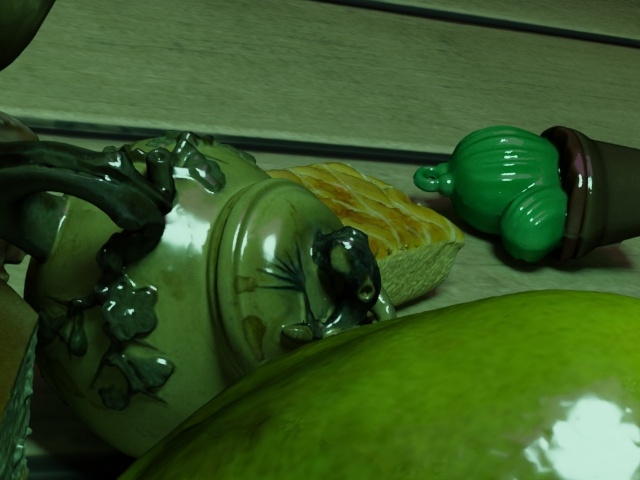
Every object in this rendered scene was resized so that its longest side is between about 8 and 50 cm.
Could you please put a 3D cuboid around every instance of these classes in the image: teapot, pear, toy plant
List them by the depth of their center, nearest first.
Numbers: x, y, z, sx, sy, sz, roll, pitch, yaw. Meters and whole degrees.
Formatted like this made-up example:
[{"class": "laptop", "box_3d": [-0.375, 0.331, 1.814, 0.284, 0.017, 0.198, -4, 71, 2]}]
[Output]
[{"class": "pear", "box_3d": [0.065, 0.141, 0.577, 0.321, 0.269, 0.269, -3, 26, -6]}, {"class": "teapot", "box_3d": [-0.054, 0.022, 0.788, 0.182, 0.173, 0.269, -6, -33, 32]}, {"class": "toy plant", "box_3d": [0.178, -0.035, 1.261, 0.200, 0.105, 0.143, -3, 41, -7]}]

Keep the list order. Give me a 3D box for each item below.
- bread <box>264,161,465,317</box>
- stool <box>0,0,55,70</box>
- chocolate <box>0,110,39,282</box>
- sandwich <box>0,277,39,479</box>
[{"class": "bread", "box_3d": [0.000, 0.000, 1.068, 0.125, 0.068, 0.188, 31, 25, 27]}, {"class": "stool", "box_3d": [-0.259, -0.089, 0.786, 0.179, 0.179, 0.264, 20, 53, 1]}, {"class": "chocolate", "box_3d": [-0.274, -0.054, 0.944, 0.214, 0.093, 0.148, 20, 24, 1]}, {"class": "sandwich", "box_3d": [-0.180, 0.087, 0.696, 0.096, 0.094, 0.258, 13, 24, -4]}]
